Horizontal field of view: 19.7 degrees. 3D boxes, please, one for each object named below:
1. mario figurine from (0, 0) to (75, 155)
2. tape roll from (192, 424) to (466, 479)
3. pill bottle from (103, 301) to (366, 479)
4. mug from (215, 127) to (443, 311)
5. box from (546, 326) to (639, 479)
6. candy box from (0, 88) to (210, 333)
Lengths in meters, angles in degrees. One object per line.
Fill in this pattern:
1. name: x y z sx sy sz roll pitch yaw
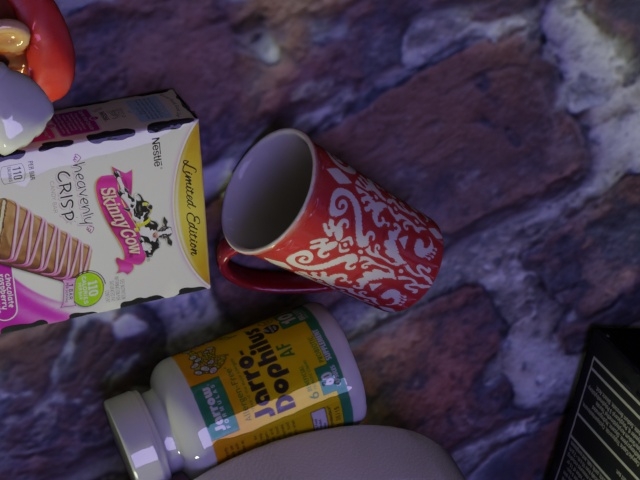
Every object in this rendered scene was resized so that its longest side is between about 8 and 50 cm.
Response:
1. mario figurine: -0.313 -0.120 1.294 0.320 0.198 0.170 4 144 -44
2. tape roll: -0.031 0.319 1.665 0.392 0.072 0.392 -17 140 -15
3. pill bottle: -0.075 0.141 1.590 0.208 0.117 0.118 -20 123 -12
4. mug: 0.003 -0.009 1.572 0.169 0.150 0.113 27 67 -37
5. box: 0.360 0.278 1.752 0.182 0.296 0.294 3 116 -26
6. candy box: -0.211 -0.019 1.473 0.233 0.071 0.159 -13 120 -18
